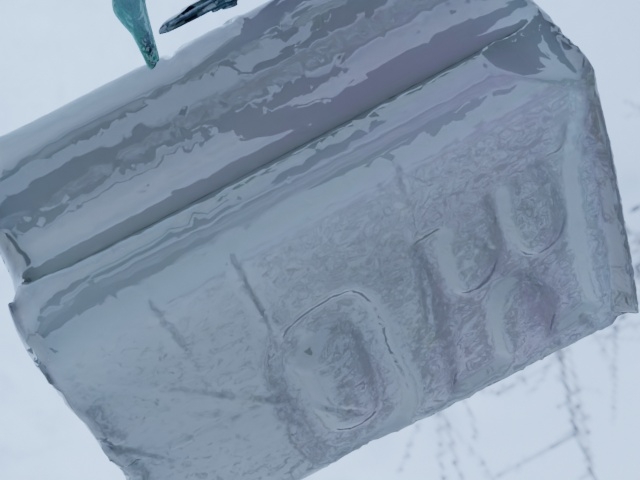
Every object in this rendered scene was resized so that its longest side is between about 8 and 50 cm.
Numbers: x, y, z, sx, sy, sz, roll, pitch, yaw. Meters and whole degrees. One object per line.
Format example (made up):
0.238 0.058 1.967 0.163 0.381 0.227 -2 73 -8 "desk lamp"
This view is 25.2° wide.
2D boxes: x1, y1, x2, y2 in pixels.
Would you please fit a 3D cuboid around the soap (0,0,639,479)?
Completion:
0.000 0.000 1.094 0.435 0.213 0.350 -26 142 -6 "soap"

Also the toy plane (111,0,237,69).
-0.083 -0.190 0.944 0.060 0.096 0.235 -6 -158 25 "toy plane"
